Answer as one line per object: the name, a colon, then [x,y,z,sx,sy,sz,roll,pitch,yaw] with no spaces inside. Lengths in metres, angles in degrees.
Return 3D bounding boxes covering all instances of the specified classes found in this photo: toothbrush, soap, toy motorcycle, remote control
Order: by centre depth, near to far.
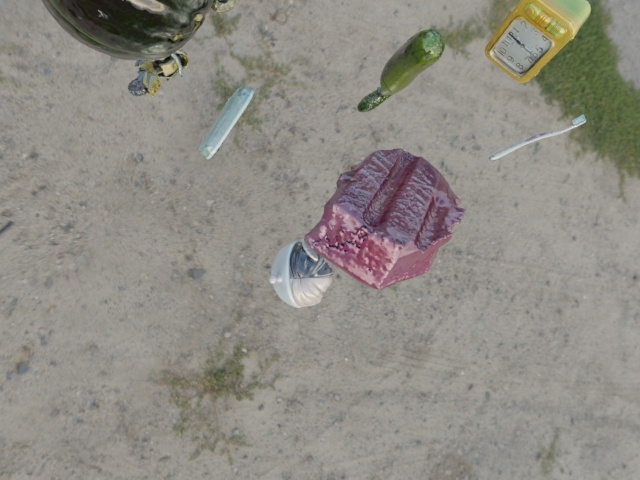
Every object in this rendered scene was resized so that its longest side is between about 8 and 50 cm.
soap: [0.133,-0.052,0.777,0.220,0.127,0.325,35,42,4]
toothbrush: [0.474,-0.221,0.945,0.204,0.017,0.022,-23,116,20]
toy motorcycle: [-0.472,-0.508,1.269,0.129,0.094,0.229,9,58,11]
remote control: [-0.283,-0.353,1.285,0.052,0.104,0.247,32,100,-26]

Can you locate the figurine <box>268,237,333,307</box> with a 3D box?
figurine: [-0.069,0.126,1.563,0.211,0.361,0.253,-21,93,-4]

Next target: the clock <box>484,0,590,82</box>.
clock: [0.489,-0.477,0.987,0.143,0.202,0.096,38,75,3]

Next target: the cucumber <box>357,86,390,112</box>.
cucumber: [0.248,-0.606,1.797,0.069,0.227,0.069,25,53,-38]

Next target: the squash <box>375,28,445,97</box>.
squash: [0.207,-0.425,1.056,0.087,0.331,0.087,0,89,-12]

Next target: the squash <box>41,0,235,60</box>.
squash: [-0.146,-0.246,0.344,0.155,0.193,0.193,-14,97,-40]
